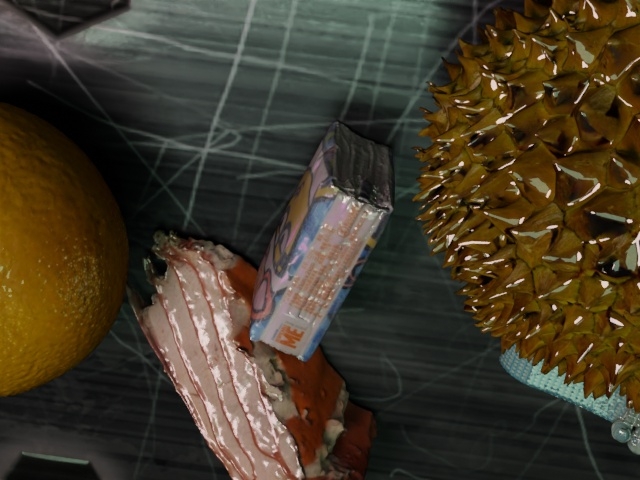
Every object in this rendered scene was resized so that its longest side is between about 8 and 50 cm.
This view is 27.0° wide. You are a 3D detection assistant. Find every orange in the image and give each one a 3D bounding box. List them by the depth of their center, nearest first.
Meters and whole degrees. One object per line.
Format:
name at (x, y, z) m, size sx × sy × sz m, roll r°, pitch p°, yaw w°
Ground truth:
orange at (-0.260, 0.008, 1.030) m, size 0.236 × 0.236 × 0.236 m, roll 3°, pitch 118°, yaw 5°

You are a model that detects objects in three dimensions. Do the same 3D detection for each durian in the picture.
durian at (0.254, -0.052, 0.869) m, size 0.347 × 0.348 × 0.384 m, roll 43°, pitch 127°, yaw -15°

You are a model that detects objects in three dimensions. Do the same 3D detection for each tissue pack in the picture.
tissue pack at (0.000, 0.000, 1.050) m, size 0.065 × 0.115 × 0.155 m, roll 25°, pitch 117°, yaw -10°

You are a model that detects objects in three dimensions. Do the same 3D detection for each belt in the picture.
belt at (0.237, 0.123, 1.101) m, size 0.179 × 0.100 × 0.065 m, roll 19°, pitch 115°, yaw -1°

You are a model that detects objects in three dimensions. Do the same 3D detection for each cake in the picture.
cake at (-0.063, 0.116, 1.129) m, size 0.098 × 0.135 × 0.287 m, roll -33°, pitch 101°, yaw 36°
